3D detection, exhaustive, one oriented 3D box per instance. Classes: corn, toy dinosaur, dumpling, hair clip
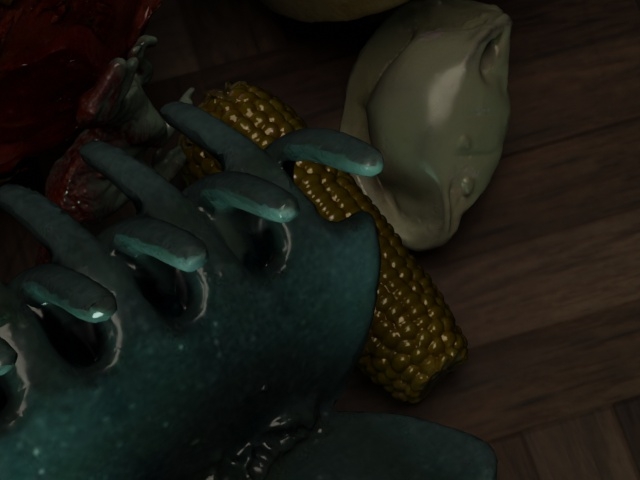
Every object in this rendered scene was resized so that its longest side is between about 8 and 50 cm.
[{"bbox_3d":[0.000,-0.002,1.229,0.091,0.091,0.260,-40,78,-5],"label":"corn"},{"bbox_3d":[-0.156,-0.030,1.166,0.053,0.167,0.242,41,111,9],"label":"toy dinosaur"},{"bbox_3d":[0.063,-0.086,1.263,0.134,0.100,0.169,14,109,35],"label":"dumpling"},{"bbox_3d":[-0.100,0.084,1.040,0.318,0.238,0.392,-29,33,-23],"label":"hair clip"}]

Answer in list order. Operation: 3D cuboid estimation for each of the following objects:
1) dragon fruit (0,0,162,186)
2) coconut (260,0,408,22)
[{"bbox_3d":[-0.247,-0.174,1.169,0.301,0.295,0.296,-39,68,26],"label":"dragon fruit"},{"bbox_3d":[0.022,-0.296,1.259,0.328,0.329,0.329,0,68,-1],"label":"coconut"}]
